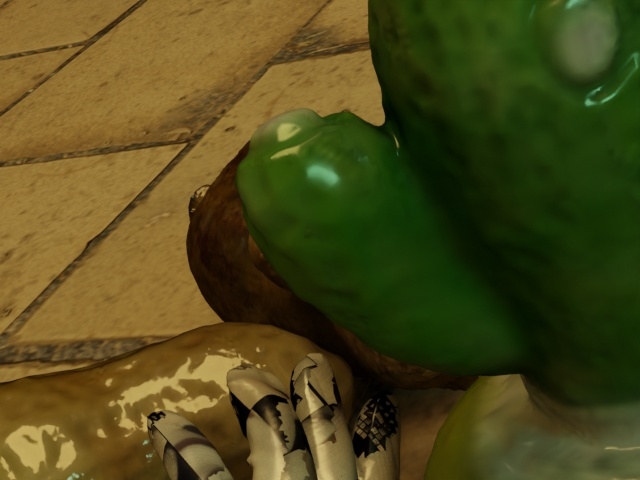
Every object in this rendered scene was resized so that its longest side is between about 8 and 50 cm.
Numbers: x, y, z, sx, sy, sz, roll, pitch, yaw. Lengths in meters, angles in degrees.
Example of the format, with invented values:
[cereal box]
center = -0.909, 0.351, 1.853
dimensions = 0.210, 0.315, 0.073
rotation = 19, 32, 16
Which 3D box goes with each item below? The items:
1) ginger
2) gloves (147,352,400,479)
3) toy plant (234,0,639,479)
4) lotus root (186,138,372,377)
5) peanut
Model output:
[ginger]
center = 0.027, 0.025, 0.613
dimensions = 0.067, 0.096, 0.165
rotation = -45, 26, -11
[gloves]
center = -0.035, 0.138, 0.543
dimensions = 0.212, 0.128, 0.111
rotation = -34, 38, -20
[toy plant]
center = 0.097, 0.012, 0.459
dimensions = 0.224, 0.316, 0.184
rotation = -23, 26, -11
[lotus root]
center = 0.000, 0.000, 0.772
dimensions = 0.145, 0.128, 0.260
rotation = -42, 30, -20
[peanut]
center = -0.095, 0.107, 0.649
dimensions = 0.236, 0.120, 0.110
rotation = -17, 69, -1
